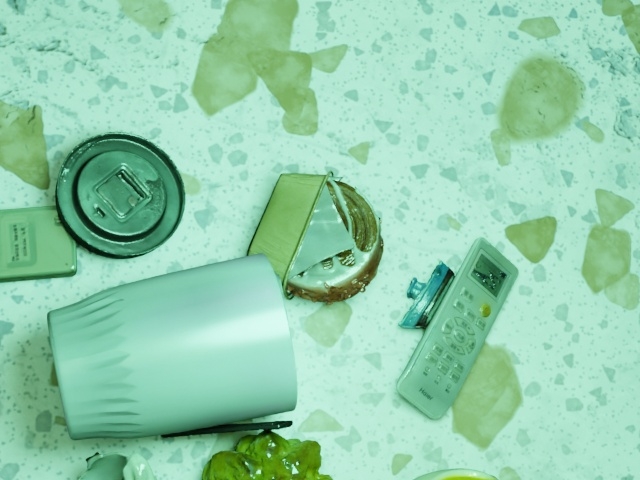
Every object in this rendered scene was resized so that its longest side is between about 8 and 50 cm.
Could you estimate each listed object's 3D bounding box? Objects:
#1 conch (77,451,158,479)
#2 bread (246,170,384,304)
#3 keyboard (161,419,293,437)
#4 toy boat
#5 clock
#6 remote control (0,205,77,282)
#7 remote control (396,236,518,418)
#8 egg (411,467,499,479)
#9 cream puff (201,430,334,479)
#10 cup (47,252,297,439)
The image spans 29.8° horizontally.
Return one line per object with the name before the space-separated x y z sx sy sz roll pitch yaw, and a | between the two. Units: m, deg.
conch | -0.297 0.467 1.823 0.149 0.182 0.275 39 61 -48
bread | 0.000 0.000 2.011 0.212 0.142 0.224 19 74 9
keyboard | -0.148 0.296 1.890 0.204 0.061 0.013 -7 85 19
toy boat | 0.178 0.094 2.061 0.061 0.060 0.137 23 72 21
clock | -0.331 -0.073 1.982 0.215 0.042 0.215 7 71 -21
remote control | -0.540 0.012 1.945 0.285 0.038 0.123 -7 77 -11
remote control | 0.230 0.149 2.059 0.109 0.055 0.313 40 68 -24
egg | 0.174 0.517 1.841 0.345 0.283 0.283 -33 85 -13
cream puff | -0.084 0.412 1.877 0.244 0.196 0.244 21 53 -31
cup | -0.220 0.173 1.857 0.371 0.253 0.253 -11 79 -13
